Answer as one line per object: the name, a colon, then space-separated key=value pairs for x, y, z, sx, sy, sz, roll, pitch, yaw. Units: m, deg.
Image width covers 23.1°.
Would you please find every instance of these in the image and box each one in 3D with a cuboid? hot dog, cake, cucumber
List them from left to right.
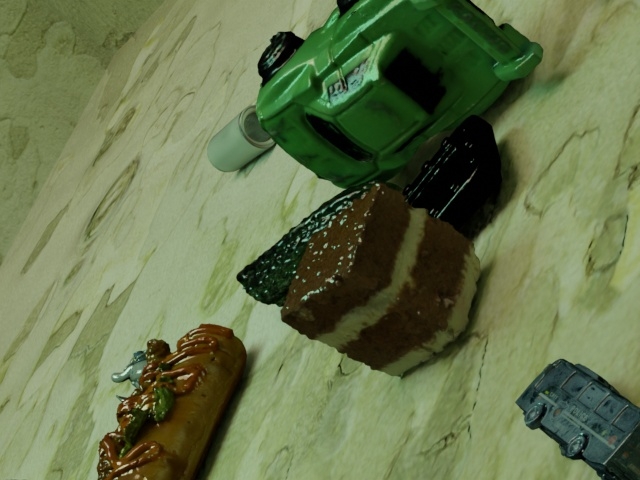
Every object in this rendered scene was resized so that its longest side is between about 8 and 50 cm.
hot dog: x=-0.205 y=0.245 z=1.900 sx=0.158 sy=0.117 sz=0.349 roll=-32 pitch=28 yaw=53
cucumber: x=-0.001 y=0.001 z=1.886 sx=0.265 sy=0.077 sz=0.077 roll=-41 pitch=22 yaw=39
cake: x=0.063 y=0.045 z=1.520 sx=0.135 sy=0.147 sz=0.134 roll=-35 pitch=25 yaw=49

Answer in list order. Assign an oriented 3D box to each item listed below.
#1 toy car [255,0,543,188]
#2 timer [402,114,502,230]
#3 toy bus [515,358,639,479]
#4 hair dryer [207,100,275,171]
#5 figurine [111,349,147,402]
toy car: x=0.081 y=-0.187 z=1.773 sx=0.359 sy=0.213 sz=0.176 roll=-37 pitch=25 yaw=34
timer: x=0.127 y=-0.033 z=1.662 sx=0.187 sy=0.055 sz=0.144 roll=-52 pitch=15 yaw=22
toy bus: x=0.202 y=0.137 z=1.160 sx=0.065 sy=0.047 sz=0.166 roll=-50 pitch=19 yaw=-1
hair dryer: x=-0.095 y=-0.223 z=2.557 sx=0.131 sy=0.073 sz=0.236 roll=-31 pitch=26 yaw=54
figurine: x=-0.242 y=0.187 z=2.159 sx=0.082 sy=0.094 sz=0.086 roll=43 pitch=-134 yaw=-72
